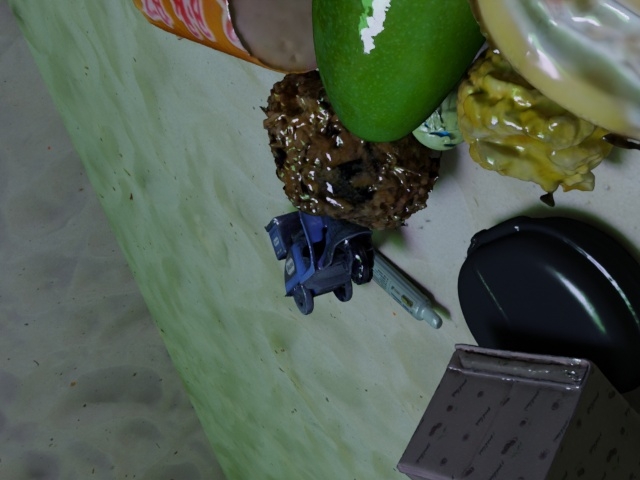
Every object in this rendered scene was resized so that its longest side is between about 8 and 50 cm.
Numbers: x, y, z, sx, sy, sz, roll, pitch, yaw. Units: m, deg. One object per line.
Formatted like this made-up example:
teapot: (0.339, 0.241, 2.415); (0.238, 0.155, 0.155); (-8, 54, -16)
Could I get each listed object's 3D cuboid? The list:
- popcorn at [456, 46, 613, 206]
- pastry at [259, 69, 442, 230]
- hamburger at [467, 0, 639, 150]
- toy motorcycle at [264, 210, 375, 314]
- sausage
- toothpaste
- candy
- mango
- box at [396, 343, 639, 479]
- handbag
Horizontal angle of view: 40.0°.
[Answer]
popcorn: (0.226, -0.126, 0.918); (0.180, 0.180, 0.170); (20, 98, 54)
pastry: (0.025, -0.108, 1.183); (0.275, 0.192, 0.275); (24, 166, 6)
hamburger: (0.271, -0.202, 0.609); (0.303, 0.261, 0.186); (38, 151, 1)
toy motorcycle: (0.000, 0.000, 1.491); (0.358, 0.125, 0.212); (138, 115, -68)
sausage: (-0.095, -0.353, 1.139); (0.287, 0.233, 0.233); (29, 144, 45)
toothpaste: (0.118, 0.067, 1.481); (0.255, 0.037, 0.067); (42, 150, 40)
candy: (0.132, -0.264, 1.018); (0.093, 0.092, 0.335); (17, 126, 38)
mango: (0.091, -0.259, 0.885); (0.381, 0.201, 0.225); (103, 169, -46)
box: (0.286, 0.290, 1.074); (0.297, 0.190, 0.225); (43, 155, -28)
handbag: (0.289, 0.089, 1.109); (0.253, 0.093, 0.308); (57, 156, -2)
